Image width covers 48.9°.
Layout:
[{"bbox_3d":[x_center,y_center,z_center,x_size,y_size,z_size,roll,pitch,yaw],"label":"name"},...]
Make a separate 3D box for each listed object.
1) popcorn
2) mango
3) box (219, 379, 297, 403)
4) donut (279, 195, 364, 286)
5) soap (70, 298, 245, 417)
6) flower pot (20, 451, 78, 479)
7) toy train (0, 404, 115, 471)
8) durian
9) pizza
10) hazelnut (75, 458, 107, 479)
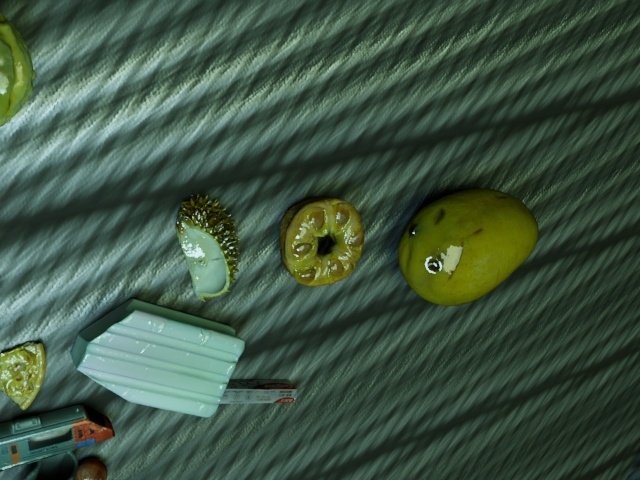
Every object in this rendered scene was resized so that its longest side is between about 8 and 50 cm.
[{"bbox_3d":[-0.639,-0.283,1.203,0.293,0.237,0.293,-9,108,-29],"label":"popcorn"},{"bbox_3d":[0.407,0.014,1.854,0.445,0.220,0.301,-9,108,-28],"label":"mango"},{"bbox_3d":[-0.167,0.379,1.769,0.218,0.055,0.039,7,105,-28],"label":"box"},{"bbox_3d":[0.002,0.001,1.698,0.226,0.114,0.226,-8,109,-25],"label":"donut"},{"bbox_3d":[-0.368,0.262,1.590,0.347,0.115,0.208,21,95,-31],"label":"soap"},{"bbox_3d":[-0.595,0.548,1.506,0.103,0.229,0.108,20,101,-11],"label":"flower pot"},{"bbox_3d":[-0.657,0.432,1.513,0.409,0.086,0.089,-11,109,-24],"label":"toy train"},{"bbox_3d":[-0.248,0.022,1.587,0.139,0.144,0.252,-15,120,1],"label":"durian"},{"bbox_3d":[-0.641,0.288,1.503,0.099,0.036,0.160,12,100,-30],"label":"pizza"},{"bbox_3d":[-0.529,0.547,1.620,0.086,0.086,0.086,-9,110,-25],"label":"hazelnut"}]
